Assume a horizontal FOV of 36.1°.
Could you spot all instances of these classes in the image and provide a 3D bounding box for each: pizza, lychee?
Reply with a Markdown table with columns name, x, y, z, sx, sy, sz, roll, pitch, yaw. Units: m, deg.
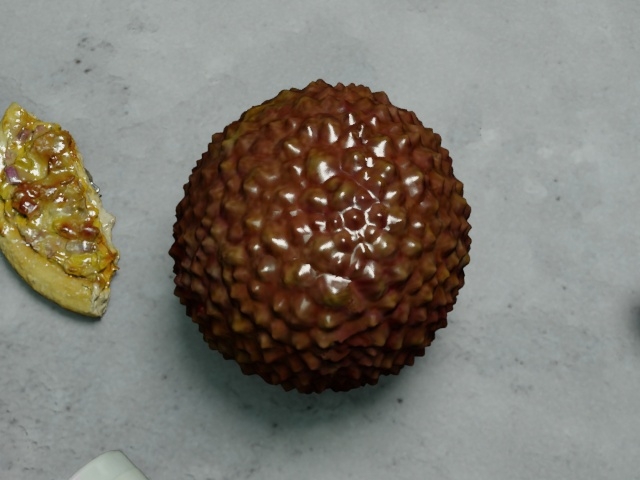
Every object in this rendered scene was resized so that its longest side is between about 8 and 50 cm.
| name | x | y | z | sx | sy | sz | roll | pitch | yaw |
| --- | --- | --- | --- | --- | --- | --- | --- | --- | --- |
| pizza | -0.275 | -0.034 | 0.986 | 0.127 | 0.058 | 0.246 | -12 | 74 | -5 |
| lychee | 0.000 | 0.000 | 0.861 | 0.276 | 0.304 | 0.275 | -2 | 101 | -12 |

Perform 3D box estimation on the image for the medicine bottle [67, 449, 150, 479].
| name | x | y | z | sx | sy | sz | roll | pitch | yaw |
| --- | --- | --- | --- | --- | --- | --- | --- | --- | --- |
| medicine bottle | -0.124 | 0.303 | 0.854 | 0.260 | 0.095 | 0.095 | 41 | 76 | 13 |
